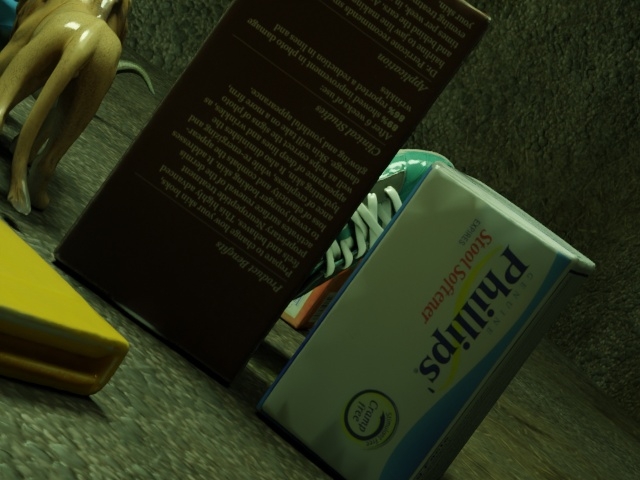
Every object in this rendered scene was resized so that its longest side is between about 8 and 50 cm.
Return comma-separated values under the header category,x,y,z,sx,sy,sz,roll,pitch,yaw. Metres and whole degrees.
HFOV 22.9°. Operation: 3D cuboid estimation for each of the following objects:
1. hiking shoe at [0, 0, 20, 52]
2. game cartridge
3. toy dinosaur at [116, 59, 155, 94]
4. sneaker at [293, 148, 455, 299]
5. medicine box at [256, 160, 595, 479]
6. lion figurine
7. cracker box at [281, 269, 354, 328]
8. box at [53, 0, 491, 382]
category,x,y,z,sx,sy,sz,roll,pitch,yaw
hiking shoe,-0.411,-0.299,1.739,0.304,0.132,0.113,34,16,-8
game cartridge,-0.310,-0.028,1.024,0.323,0.053,0.285,37,6,32
toy dinosaur,-0.383,-0.267,2.191,0.313,0.121,0.160,40,18,-3
sneaker,0.000,0.000,1.537,0.121,0.302,0.108,-109,179,-72
medicine box,0.106,0.083,1.418,0.149,0.263,0.289,37,6,12
lion figurine,-0.247,-0.172,1.505,0.142,0.240,0.392,33,8,-27
cracker box,-0.062,-0.028,1.816,0.232,0.156,0.067,38,7,14
box,-0.039,-0.088,1.369,0.191,0.381,0.143,37,4,-2
